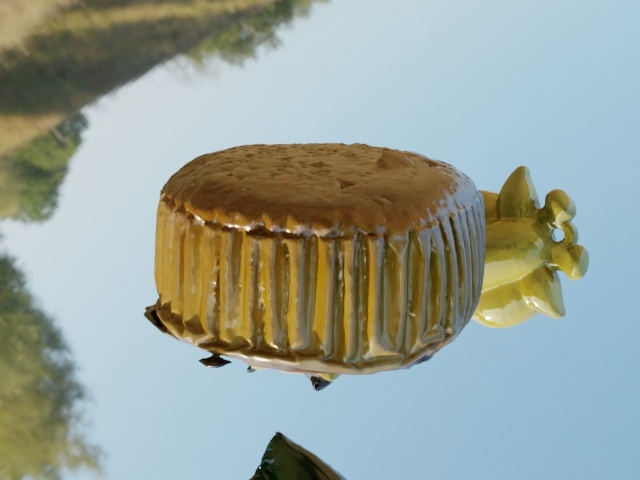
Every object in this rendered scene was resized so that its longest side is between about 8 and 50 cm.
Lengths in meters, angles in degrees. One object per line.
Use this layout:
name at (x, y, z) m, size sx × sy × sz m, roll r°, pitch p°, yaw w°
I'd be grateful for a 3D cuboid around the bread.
bread at (0.001, 0.000, 0.692) m, size 0.199 × 0.104 × 0.199 m, roll 3°, pitch -165°, yaw -1°

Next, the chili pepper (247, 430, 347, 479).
chili pepper at (0.021, 0.224, 0.892) m, size 0.061 × 0.224 × 0.098 m, roll -19°, pitch -139°, yaw 58°

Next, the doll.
doll at (0.055, 0.030, 0.880) m, size 0.291 × 0.117 × 0.086 m, roll -20°, pitch 176°, yaw 30°
